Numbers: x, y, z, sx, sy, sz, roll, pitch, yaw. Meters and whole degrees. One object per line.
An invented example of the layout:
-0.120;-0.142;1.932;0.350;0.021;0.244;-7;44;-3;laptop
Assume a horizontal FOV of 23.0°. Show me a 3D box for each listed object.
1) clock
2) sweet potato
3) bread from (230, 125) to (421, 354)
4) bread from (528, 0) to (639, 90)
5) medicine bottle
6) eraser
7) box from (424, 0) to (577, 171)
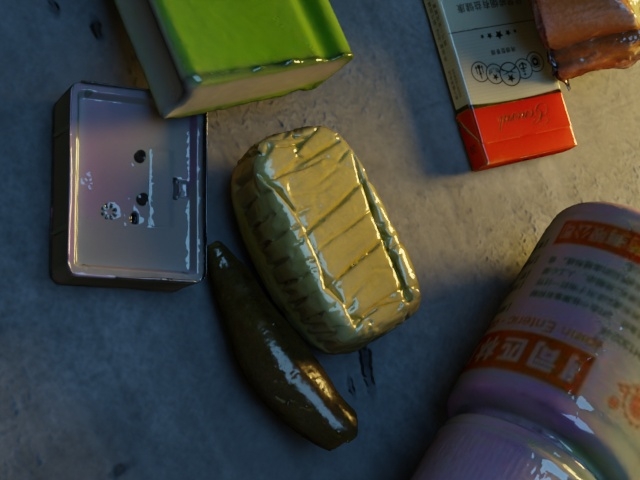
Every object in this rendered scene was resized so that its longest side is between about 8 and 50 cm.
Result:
-0.190;-0.051;1.548;0.147;0.071;0.192;4;77;-26;clock
-0.053;0.112;1.587;0.077;0.077;0.243;-36;85;-28;sweet potato
0.000;0.000;1.613;0.140;0.106;0.236;-27;92;-30;bread
0.297;-0.302;1.798;0.190;0.123;0.244;-22;95;-68;bread
0.255;0.166;1.647;0.219;0.219;0.388;40;66;-14;medicine bottle
-0.106;-0.265;1.587;0.210;0.092;0.274;-13;69;-33;eraser
0.201;-0.209;1.802;0.139;0.035;0.245;-14;86;-30;box
